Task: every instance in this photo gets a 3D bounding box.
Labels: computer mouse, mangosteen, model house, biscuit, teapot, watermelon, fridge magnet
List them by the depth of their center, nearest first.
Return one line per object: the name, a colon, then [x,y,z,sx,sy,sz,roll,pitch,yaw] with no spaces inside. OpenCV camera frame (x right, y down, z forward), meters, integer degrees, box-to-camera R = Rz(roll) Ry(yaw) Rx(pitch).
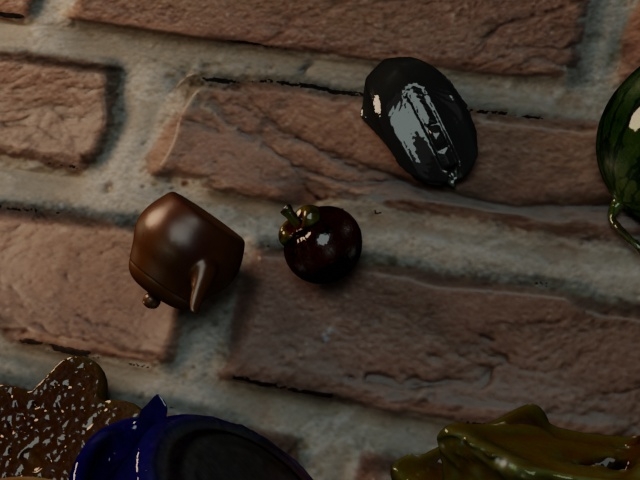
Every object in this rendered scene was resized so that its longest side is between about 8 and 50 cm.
model house: [0.172,0.194,1.059,0.239,0.268,0.173,6,60,20]
fridge magnet: [-0.082,0.241,1.077,0.113,0.265,0.265,-51,56,25]
biscuit: [-0.273,0.214,1.231,0.236,0.039,0.180,-39,63,-15]
watermelon: [0.369,-0.108,1.287,0.232,0.127,0.204,-25,62,-1]
mangosteen: [0.001,0.002,1.298,0.080,0.081,0.081,-4,58,6]
teapot: [-0.141,0.018,1.302,0.116,0.116,0.173,-33,33,-12]
computer mouse: [0.102,-0.131,1.378,0.099,0.057,0.172,-23,61,-8]

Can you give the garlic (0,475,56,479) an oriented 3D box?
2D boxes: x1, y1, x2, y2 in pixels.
garlic: [-0.206,0.289,1.101,0.244,0.164,0.145,27,85,-2]
